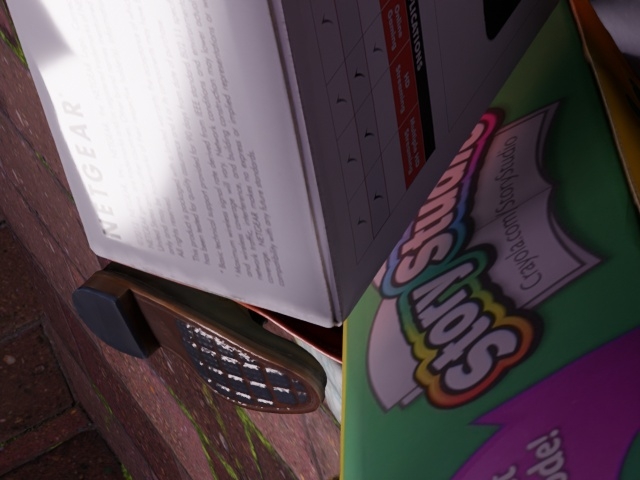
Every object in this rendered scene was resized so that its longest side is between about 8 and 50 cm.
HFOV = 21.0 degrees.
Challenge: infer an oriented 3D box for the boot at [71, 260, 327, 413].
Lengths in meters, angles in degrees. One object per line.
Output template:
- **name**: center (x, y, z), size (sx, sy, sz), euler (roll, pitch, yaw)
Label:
- **boot**: center (-0.061, 0.041, 1.163), size (0.219, 0.106, 0.082), euler (20, 143, 36)

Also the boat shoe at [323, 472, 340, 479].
- **boat shoe**: center (0.044, 0.241, 1.453), size (0.341, 0.122, 0.110), euler (5, 118, 60)

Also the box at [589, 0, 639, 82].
- **box**: center (0.195, -0.032, 0.428), size (0.247, 0.142, 0.163), euler (59, 165, 9)

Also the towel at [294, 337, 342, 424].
- **towel**: center (0.000, 0.000, 1.140), size (0.320, 0.090, 0.374), euler (66, 173, -9)

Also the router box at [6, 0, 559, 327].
- **router box**: center (0.017, -0.198, 0.432), size (0.082, 0.301, 0.335), euler (16, 140, 26)

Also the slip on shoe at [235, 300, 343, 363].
- **slip on shoe**: center (0.069, 0.040, 0.857), size (0.331, 0.101, 0.123), euler (27, 124, 23)

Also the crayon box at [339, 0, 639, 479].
- **crayon box**: center (0.134, 0.109, 0.519), size (0.313, 0.106, 0.363), euler (52, -163, -21)
